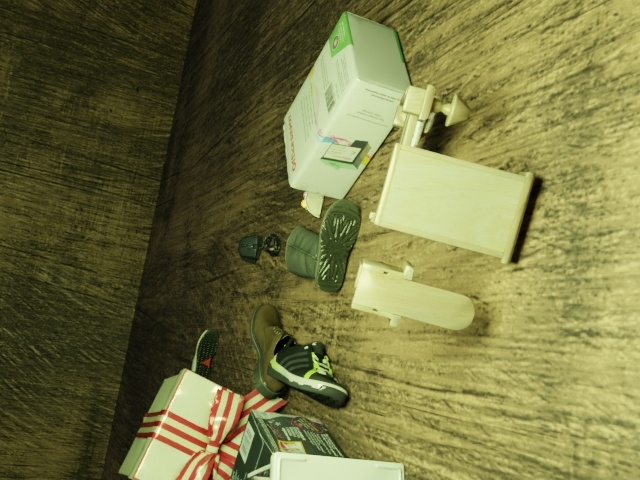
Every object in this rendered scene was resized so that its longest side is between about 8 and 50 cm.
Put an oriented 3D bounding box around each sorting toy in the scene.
[{"bbox_3d":[-0.016,-0.091,1.518,0.075,0.045,0.083,163,119,-86],"label":"sorting toy"}]

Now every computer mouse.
[{"bbox_3d":[-0.156,0.016,1.775,0.242,0.041,0.071,-10,68,65],"label":"computer mouse"}]

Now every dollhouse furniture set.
[{"bbox_3d":[0.164,-0.047,1.045,0.355,0.174,0.303,-60,-15,-84],"label":"dollhouse furniture set"}]

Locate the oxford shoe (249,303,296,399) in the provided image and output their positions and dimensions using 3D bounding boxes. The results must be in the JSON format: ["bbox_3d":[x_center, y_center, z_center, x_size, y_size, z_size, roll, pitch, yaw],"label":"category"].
[{"bbox_3d":[-0.087,0.208,1.483,0.096,0.083,0.227,-45,38,25],"label":"oxford shoe"}]

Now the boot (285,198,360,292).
[{"bbox_3d":[-0.002,-0.002,1.402,0.208,0.076,0.189,-140,67,-72],"label":"boot"}]

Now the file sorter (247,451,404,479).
[{"bbox_3d":[-0.007,0.452,0.995,0.173,0.193,0.277,136,141,-56],"label":"file sorter"}]

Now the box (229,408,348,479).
[{"bbox_3d":[-0.069,0.434,1.214,0.163,0.142,0.247,-144,70,-67],"label":"box"}]

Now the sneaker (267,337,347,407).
[{"bbox_3d":[-0.022,0.222,1.290,0.235,0.084,0.097,9,66,58],"label":"sneaker"}]

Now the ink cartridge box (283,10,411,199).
[{"bbox_3d":[0.041,-0.243,1.351,0.278,0.117,0.201,-55,31,42],"label":"ink cartridge box"}]

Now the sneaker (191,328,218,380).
[{"bbox_3d":[-0.326,0.315,1.990,0.075,0.057,0.161,18,97,62],"label":"sneaker"}]

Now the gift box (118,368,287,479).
[{"bbox_3d":[-0.221,0.411,1.461,0.258,0.277,0.255,-34,34,64],"label":"gift box"}]
